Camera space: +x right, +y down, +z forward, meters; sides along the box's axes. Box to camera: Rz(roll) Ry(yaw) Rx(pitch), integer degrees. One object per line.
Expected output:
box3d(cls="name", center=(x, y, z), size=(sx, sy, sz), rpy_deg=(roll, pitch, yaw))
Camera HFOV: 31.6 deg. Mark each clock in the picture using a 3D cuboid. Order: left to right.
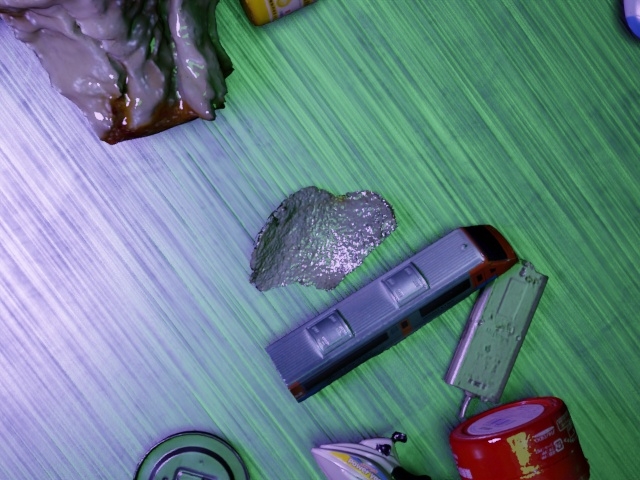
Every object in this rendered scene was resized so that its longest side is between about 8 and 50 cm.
box3d(cls="clock", center=(-0.198, 0.381, 1.733), size=(0.184, 0.040, 0.184), rpy_deg=(0, 92, -6))

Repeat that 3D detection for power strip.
box3d(cls="power strip", center=(0.270, 0.155, 1.770), size=(0.092, 0.034, 0.268), rpy_deg=(22, 90, -6))

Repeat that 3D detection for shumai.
box3d(cls="shumai", center=(-0.261, -0.303, 1.571), size=(0.324, 0.397, 0.323), rpy_deg=(-6, 113, 33))

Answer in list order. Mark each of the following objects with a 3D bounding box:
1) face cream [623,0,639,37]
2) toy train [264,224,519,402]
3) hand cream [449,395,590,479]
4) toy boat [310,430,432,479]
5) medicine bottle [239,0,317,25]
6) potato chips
box3d(cls="face cream", center=(0.548, -0.434, 1.752), size=(0.149, 0.083, 0.264), rpy_deg=(15, 90, -5))
box3d(cls="toy train", center=(0.110, 0.098, 1.717), size=(0.409, 0.089, 0.086), rpy_deg=(-32, 59, -2))
box3d(cls="hand cream", center=(0.298, 0.323, 1.702), size=(0.193, 0.193, 0.125), rpy_deg=(-19, 91, -4))
box3d(cls="toy boat", center=(0.116, 0.377, 1.717), size=(0.141, 0.141, 0.269), rpy_deg=(-44, 93, -2))
box3d(cls="medicine bottle", center=(-0.026, -0.413, 1.682), size=(0.212, 0.122, 0.122), rpy_deg=(-25, 94, -4))
box3d(cls="potato chips", center=(0.002, 0.000, 1.732), size=(0.228, 0.059, 0.167), rpy_deg=(-3, 98, -10))
